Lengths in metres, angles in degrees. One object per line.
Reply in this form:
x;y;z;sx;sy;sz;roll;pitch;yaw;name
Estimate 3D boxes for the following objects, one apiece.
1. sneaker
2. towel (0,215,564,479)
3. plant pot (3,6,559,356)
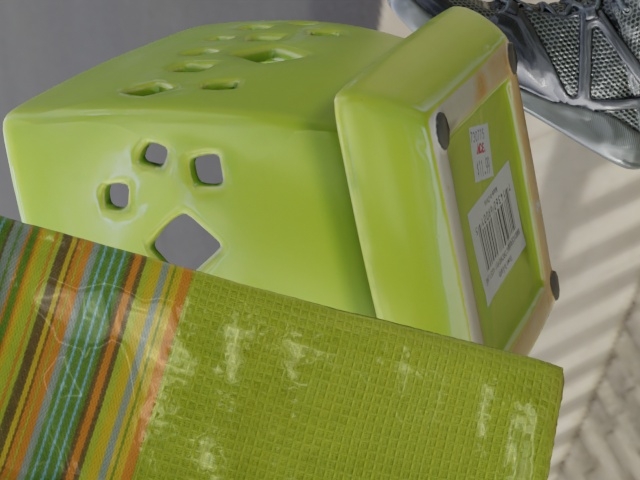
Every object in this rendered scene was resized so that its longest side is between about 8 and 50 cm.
0.167;-0.156;1.008;0.130;0.227;0.087;-61;5;19;sneaker
-0.029;0.064;0.517;0.021;0.237;0.102;123;161;-74;towel
0.000;0.000;0.746;0.207;0.228;0.227;-5;108;24;plant pot
